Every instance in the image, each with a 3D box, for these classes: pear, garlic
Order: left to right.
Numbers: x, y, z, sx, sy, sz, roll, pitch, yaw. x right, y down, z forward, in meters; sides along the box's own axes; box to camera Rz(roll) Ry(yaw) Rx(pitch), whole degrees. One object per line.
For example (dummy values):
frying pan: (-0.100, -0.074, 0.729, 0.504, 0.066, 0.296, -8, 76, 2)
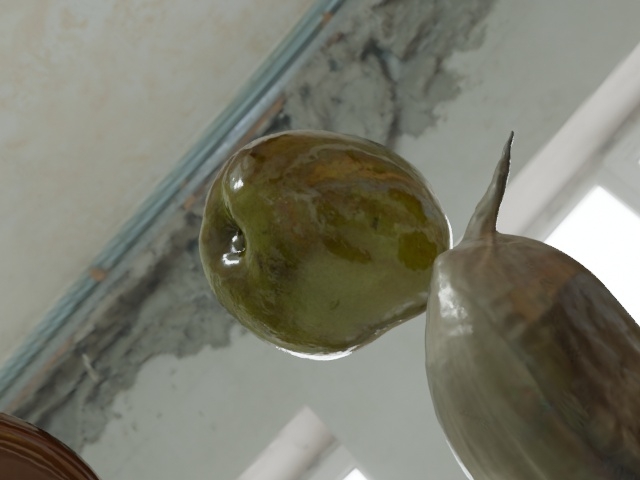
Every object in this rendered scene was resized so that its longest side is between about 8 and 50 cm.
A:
pear: (0.000, 0.000, 0.876, 0.200, 0.200, 0.200, -34, -28, -21)
garlic: (0.110, 0.057, 0.511, 0.129, 0.198, 0.090, -36, -9, -28)

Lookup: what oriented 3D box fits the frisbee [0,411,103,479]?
frisbee: (-0.193, 0.204, 0.529, 0.251, 0.250, 0.021, -25, 6, -35)
